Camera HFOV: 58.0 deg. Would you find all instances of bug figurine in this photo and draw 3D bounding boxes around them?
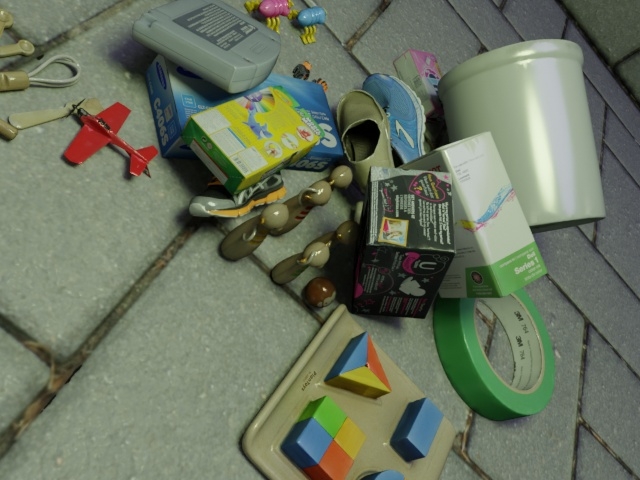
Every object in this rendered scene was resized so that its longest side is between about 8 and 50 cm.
[{"bbox_3d":[-0.102,-0.553,1.242,0.279,0.072,0.216,55,44,-4],"label":"bug figurine"}]

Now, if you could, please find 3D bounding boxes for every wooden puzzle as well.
[{"bbox_3d":[0.082,0.314,0.922,0.348,0.080,0.322,50,44,-9],"label":"wooden puzzle"}]

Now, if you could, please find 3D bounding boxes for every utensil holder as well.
[{"bbox_3d":[0.464,-0.212,1.338,0.327,0.327,0.385,-2,82,-42],"label":"utensil holder"}]

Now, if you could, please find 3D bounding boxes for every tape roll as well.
[{"bbox_3d":[0.379,0.218,1.244,0.321,0.077,0.321,21,54,-32],"label":"tape roll"}]

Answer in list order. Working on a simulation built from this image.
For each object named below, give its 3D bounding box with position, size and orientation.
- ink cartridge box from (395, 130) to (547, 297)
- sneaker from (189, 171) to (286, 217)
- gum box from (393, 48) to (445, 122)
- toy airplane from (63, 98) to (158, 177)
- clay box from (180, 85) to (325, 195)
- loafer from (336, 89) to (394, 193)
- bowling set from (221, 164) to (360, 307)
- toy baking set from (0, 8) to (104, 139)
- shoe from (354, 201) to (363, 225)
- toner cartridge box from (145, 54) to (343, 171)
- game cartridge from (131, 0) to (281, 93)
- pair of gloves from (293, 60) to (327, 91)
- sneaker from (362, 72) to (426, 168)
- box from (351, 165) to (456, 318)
[{"bbox_3d":[0.268,-0.040,1.079,0.117,0.201,0.278,-24,93,-20],"label":"ink cartridge box"},{"bbox_3d":[-0.136,-0.089,0.933,0.215,0.084,0.083,-34,124,-55],"label":"sneaker"},{"bbox_3d":[0.275,-0.394,1.496,0.107,0.062,0.188,-7,73,-43],"label":"gum box"},{"bbox_3d":[-0.307,-0.149,0.860,0.151,0.028,0.151,24,53,-36],"label":"toy airplane"},{"bbox_3d":[-0.099,-0.169,0.925,0.127,0.053,0.222,48,43,5],"label":"clay box"},{"bbox_3d":[0.088,-0.214,1.140,0.092,0.102,0.268,55,18,-52],"label":"loafer"},{"bbox_3d":[0.000,0.000,0.968,0.200,0.154,0.287,54,44,-4],"label":"bowling set"},{"bbox_3d":[-0.435,-0.233,0.797,0.256,0.030,0.197,38,47,-20],"label":"toy baking set"},{"bbox_3d":[0.157,-0.042,1.187,0.219,0.076,0.058,5,70,-38],"label":"shoe"},{"bbox_3d":[-0.124,-0.222,1.037,0.348,0.075,0.165,-2,68,-42],"label":"toner cartridge box"},{"bbox_3d":[-0.171,-0.341,0.988,0.196,0.060,0.294,25,31,-3],"label":"game cartridge"},{"bbox_3d":[-0.021,-0.347,1.245,0.083,0.010,0.074,44,46,-13],"label":"pair of gloves"},{"bbox_3d":[0.150,-0.220,1.242,0.147,0.130,0.330,2,66,-44],"label":"sneaker"},{"bbox_3d":[0.137,0.011,0.995,0.142,0.247,0.163,6,58,0],"label":"box"}]
